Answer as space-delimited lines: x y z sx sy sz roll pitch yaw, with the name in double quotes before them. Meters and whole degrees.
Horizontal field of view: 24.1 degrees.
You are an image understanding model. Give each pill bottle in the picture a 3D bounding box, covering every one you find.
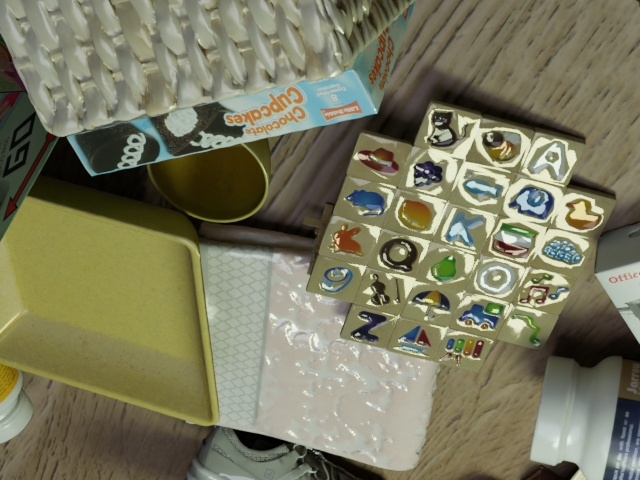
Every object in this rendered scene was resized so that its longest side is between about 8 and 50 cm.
"pill bottle" -0.468 0.170 1.983 0.117 0.118 0.208 -7 130 25
"pill bottle" 0.380 0.216 1.715 0.264 0.153 0.153 10 135 9

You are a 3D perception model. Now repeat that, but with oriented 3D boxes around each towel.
"towel" -0.011 0.134 1.814 0.316 0.053 0.332 11 132 3

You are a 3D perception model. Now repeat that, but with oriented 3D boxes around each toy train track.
"toy train track" 0.000 0.000 1.698 0.048 0.083 0.014 14 172 5

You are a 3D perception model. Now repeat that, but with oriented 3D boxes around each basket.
"basket" -0.111 -0.300 1.261 0.328 0.266 0.331 -9 113 27

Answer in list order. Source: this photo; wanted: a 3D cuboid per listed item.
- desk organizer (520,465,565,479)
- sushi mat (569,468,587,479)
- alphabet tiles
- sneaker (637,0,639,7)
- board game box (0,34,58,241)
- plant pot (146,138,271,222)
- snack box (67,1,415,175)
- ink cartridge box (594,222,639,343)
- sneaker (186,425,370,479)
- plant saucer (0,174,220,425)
"desk organizer" 0.321 0.351 1.939 0.130 0.050 0.047 32 134 -12
"sushi mat" 0.364 0.351 1.888 0.151 0.019 0.317 26 120 -8
"alphabet tiles" 0.148 0.005 1.640 0.285 0.011 0.343 14 128 -7
"sneaker" 0.301 -0.262 1.331 0.090 0.081 0.232 -26 121 28
"board game box" -0.364 -0.143 1.501 0.213 0.317 0.046 40 130 -20
"plant pot" -0.110 -0.101 1.615 0.134 0.095 0.134 9 135 9
"snack box" -0.077 -0.170 1.473 0.321 0.187 0.060 -10 129 27
"ink cartridge box" 0.377 0.052 1.622 0.109 0.063 0.150 -18 125 32
"sneaker" -0.028 0.305 1.972 0.281 0.105 0.115 16 104 -17
"plant saucer" -0.264 0.047 1.722 0.332 0.081 0.333 15 140 15
